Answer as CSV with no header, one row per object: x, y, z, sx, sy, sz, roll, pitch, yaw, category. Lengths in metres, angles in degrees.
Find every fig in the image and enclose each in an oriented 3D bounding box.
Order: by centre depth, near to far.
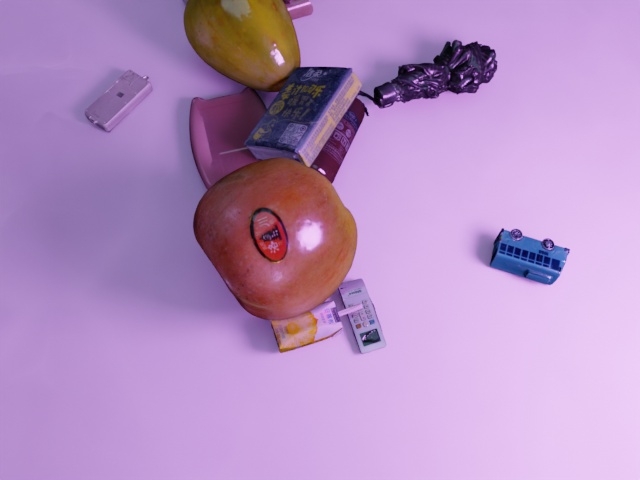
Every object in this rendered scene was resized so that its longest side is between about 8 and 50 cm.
-0.184,-0.520,1.602,0.258,0.258,0.326,-42,91,-18,fig

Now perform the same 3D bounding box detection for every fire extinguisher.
0.033,-0.260,1.556,0.135,0.114,0.337,39,64,-31,fire extinguisher

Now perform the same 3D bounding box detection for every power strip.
-0.523,-0.365,1.627,0.081,0.035,0.192,33,68,13,power strip

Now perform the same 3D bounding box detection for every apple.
-0.081,-0.012,1.295,0.305,0.338,0.338,-33,70,-8,apple

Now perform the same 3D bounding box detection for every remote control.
0.093,0.168,1.401,0.065,0.029,0.166,-16,71,-10,remote control

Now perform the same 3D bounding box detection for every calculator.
-0.215,-0.251,1.571,0.220,0.048,0.330,-13,64,-8,calculator

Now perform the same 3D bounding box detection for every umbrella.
0.291,-0.439,1.628,0.336,0.128,0.154,-10,66,-7,umbrella

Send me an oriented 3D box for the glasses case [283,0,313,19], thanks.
-0.128,-0.669,1.758,0.193,0.070,0.103,-19,66,-10,glasses case

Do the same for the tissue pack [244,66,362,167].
-0.042,-0.298,1.482,0.185,0.081,0.257,16,66,41,tissue pack

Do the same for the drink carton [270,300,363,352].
-0.005,0.179,1.367,0.199,0.074,0.084,-16,69,-10,drink carton

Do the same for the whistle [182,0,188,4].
-0.339,-0.662,1.756,0.104,0.057,0.198,-5,64,-3,whistle

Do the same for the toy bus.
0.479,0.041,1.441,0.160,0.079,0.092,17,65,7,toy bus
